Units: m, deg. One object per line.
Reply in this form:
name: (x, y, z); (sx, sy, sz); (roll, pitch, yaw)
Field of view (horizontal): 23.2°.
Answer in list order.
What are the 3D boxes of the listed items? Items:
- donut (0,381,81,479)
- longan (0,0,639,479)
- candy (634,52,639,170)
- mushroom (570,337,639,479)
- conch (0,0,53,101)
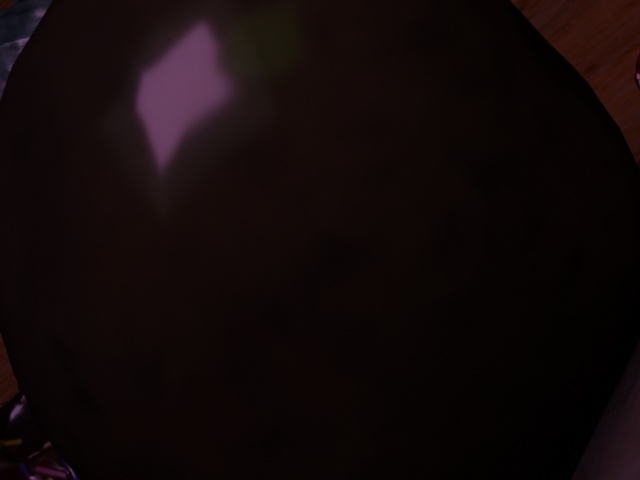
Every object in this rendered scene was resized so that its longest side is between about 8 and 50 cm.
donut: (-0.191, 0.140, 1.137); (0.230, 0.096, 0.216); (-40, 40, 3)
longan: (0.000, 0.000, 0.868); (0.404, 0.404, 0.336); (-54, 33, -13)
candy: (0.271, -0.157, 1.047); (0.086, 0.059, 0.292); (0, 55, 44)
mushroom: (0.198, 0.118, 0.762); (0.138, 0.154, 0.407); (23, 77, 4)
conch: (-0.228, -0.163, 1.394); (0.220, 0.196, 0.277); (179, 102, -73)
